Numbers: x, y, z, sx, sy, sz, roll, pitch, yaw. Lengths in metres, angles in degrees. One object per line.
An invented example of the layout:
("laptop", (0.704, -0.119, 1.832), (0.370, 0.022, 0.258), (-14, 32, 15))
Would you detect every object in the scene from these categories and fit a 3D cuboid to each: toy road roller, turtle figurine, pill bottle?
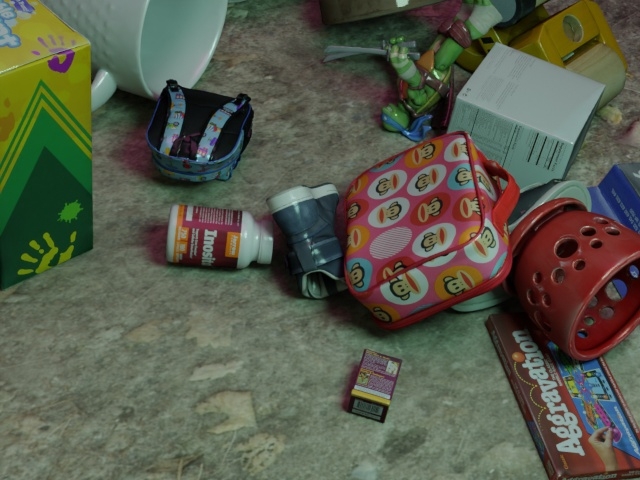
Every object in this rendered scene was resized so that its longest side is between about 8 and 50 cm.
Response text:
("toy road roller", (0.381, -0.359, 2.038), (0.202, 0.240, 0.329), (-34, 96, -37))
("turtle figurine", (0.155, -0.338, 1.884), (0.266, 0.198, 0.275), (-44, 71, 4))
("pill bottle", (-0.145, -0.004, 1.608), (0.152, 0.086, 0.086), (5, 44, -5))

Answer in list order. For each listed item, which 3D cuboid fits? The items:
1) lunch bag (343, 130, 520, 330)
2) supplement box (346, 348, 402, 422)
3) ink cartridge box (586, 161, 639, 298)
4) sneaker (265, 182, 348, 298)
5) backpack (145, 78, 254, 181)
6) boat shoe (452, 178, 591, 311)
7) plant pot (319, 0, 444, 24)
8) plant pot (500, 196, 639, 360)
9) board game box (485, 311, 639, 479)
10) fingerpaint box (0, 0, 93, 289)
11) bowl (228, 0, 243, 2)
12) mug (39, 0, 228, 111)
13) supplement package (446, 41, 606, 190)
("lunch bag", (0.164, -0.030, 1.578), (0.258, 0.120, 0.293), (-26, 33, 22))
("supplement box", (0.072, 0.193, 1.477), (0.055, 0.043, 0.083), (16, 44, 6))
("ink cartridge box", (0.589, -0.012, 1.777), (0.307, 0.072, 0.303), (-3, 46, -17))
("sneaker", (-0.002, 0.001, 1.638), (0.163, 0.086, 0.226), (66, 17, 2))
("backpack", (-0.194, -0.154, 1.732), (0.158, 0.117, 0.173), (11, 43, 0))
("boat shoe", (0.281, 0.007, 1.681), (0.302, 0.114, 0.091), (-30, 17, -24))
("plant pot", (0.106, -0.534, 2.033), (0.263, 0.229, 0.263), (-13, 14, 3))
("plant pot", (0.357, 0.043, 1.547), (0.191, 0.191, 0.174), (-22, 49, -29))
("board game box", (0.340, 0.208, 1.527), (0.145, 0.027, 0.281), (-4, 45, -14))
("fingerpaint box", (-0.510, -0.212, 1.549), (0.163, 0.371, 0.445), (-29, 56, -34))
("bowl", (-0.182, -0.554, 2.139), (0.298, 0.134, 0.298), (6, 44, -6))
("mug", (-0.384, -0.368, 1.841), (0.328, 0.276, 0.374), (21, 75, 18))
("supplement package", (0.337, -0.195, 1.854), (0.203, 0.149, 0.194), (24, 46, 14))
